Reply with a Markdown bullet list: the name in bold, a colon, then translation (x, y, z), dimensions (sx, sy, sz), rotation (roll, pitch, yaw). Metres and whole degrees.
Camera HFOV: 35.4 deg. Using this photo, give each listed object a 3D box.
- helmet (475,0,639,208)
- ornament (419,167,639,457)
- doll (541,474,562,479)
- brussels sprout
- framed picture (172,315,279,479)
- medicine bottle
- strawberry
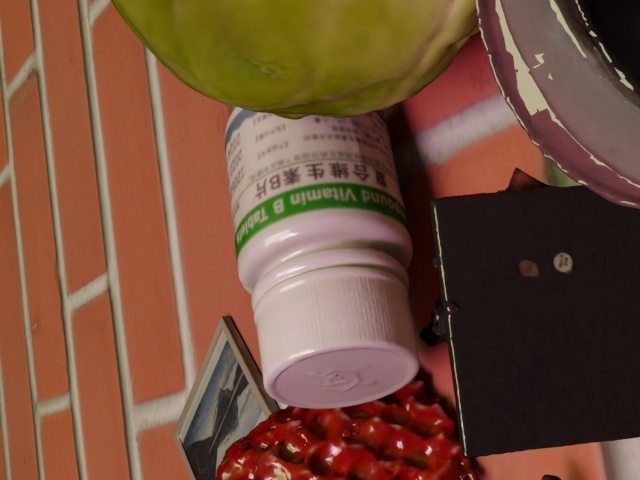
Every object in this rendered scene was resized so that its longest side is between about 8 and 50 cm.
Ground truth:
- **helmet**: translation (0.220, -0.173, 0.411), dimensions (0.271, 0.197, 0.338), rotation (58, 152, 24)
- **ornament**: translation (0.132, 0.048, 0.675), dimensions (0.196, 0.153, 0.167), rotation (138, 127, -78)
- **doll**: translation (0.122, 0.248, 0.693), dimensions (0.139, 0.057, 0.165), rotation (-15, 104, 32)
- **brussels sprout**: translation (-0.005, -0.251, 0.692), dimensions (0.268, 0.343, 0.344), rotation (-74, -1, -66)
- **framed picture**: translation (-0.107, 0.205, 1.097), dimensions (0.150, 0.015, 0.203), rotation (58, 136, 38)
- **medicine bottle**: translation (0.000, 0.000, 0.775), dimensions (0.139, 0.139, 0.237), rotation (-47, 41, 47)
- **strawberry**: translation (-0.006, 0.207, 0.804), dimensions (0.234, 0.177, 0.234), rotation (-15, 73, 58)
